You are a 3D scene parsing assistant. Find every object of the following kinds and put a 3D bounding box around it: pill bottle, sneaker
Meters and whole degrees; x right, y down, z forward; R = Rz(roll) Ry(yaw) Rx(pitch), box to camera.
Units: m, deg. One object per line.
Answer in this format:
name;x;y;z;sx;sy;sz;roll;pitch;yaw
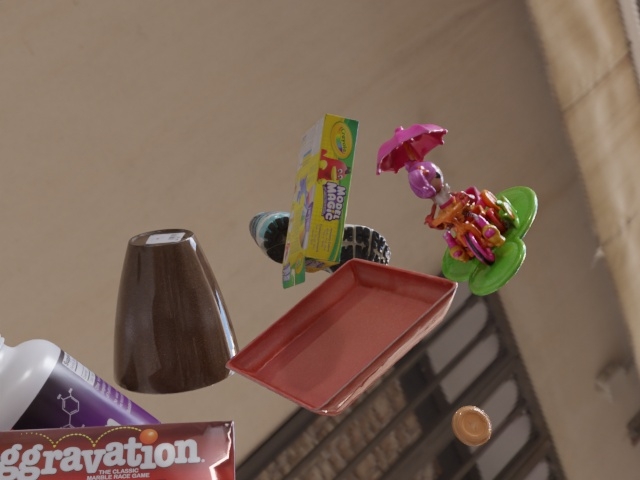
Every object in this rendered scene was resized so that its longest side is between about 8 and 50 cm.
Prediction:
pill bottle;-0.314;0.244;1.165;0.323;0.181;0.181;40;-21;-17
sneaker;0.000;0.000;1.736;0.283;0.110;0.122;19;6;-32

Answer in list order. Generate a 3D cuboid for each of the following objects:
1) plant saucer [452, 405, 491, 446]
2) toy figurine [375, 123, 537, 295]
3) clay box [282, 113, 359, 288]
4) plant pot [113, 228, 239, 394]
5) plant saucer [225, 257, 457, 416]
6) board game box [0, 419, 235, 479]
plant saucer;0.306;0.373;1.948;0.083;0.083;0.013;44;-32;13
toy figurine;0.124;-0.044;0.987;0.159;0.130;0.173;41;23;-18
clay box;-0.003;-0.045;1.293;0.053;0.222;0.127;10;-9;-14
plant pot;-0.248;0.104;1.596;0.215;0.215;0.231;15;-66;52
plant saucer;0.031;0.132;1.312;0.258;0.259;0.048;12;-44;58
board game box;-0.221;0.242;0.914;0.027;0.281;0.145;93;-7;-45
